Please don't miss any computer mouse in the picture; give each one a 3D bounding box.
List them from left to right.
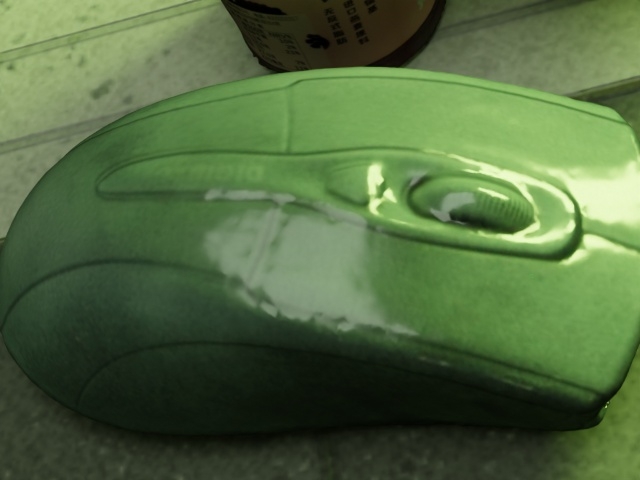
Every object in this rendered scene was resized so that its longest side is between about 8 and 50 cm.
[{"bbox_3d":[0.000,0.000,0.972,0.371,0.122,0.188,1,61,14],"label":"computer mouse"}]

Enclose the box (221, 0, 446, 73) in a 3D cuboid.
[{"bbox_3d":[-0.004,-0.168,1.061,0.151,0.135,0.151,-9,54,12],"label":"box"}]
